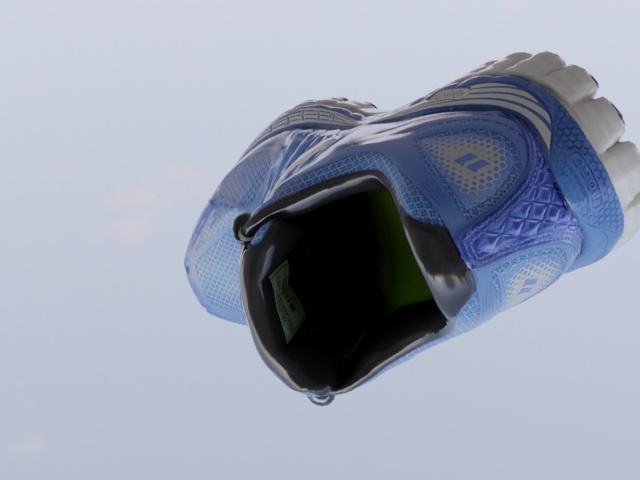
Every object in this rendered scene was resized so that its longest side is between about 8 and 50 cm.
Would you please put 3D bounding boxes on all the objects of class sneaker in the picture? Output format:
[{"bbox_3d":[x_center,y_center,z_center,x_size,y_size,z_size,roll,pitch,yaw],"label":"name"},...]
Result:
[{"bbox_3d":[0.000,0.000,0.615,0.147,0.130,0.330,-32,-173,-30],"label":"sneaker"}]
